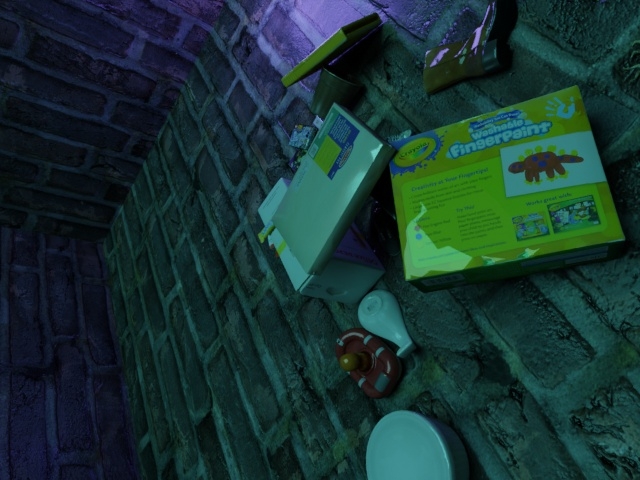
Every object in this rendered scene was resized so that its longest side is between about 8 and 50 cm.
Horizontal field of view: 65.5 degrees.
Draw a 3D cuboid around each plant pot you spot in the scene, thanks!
[{"bbox_3d":[0.048,-0.531,1.820,0.167,0.167,0.165,56,129,41],"label":"plant pot"},{"bbox_3d":[0.243,-0.152,1.446,0.167,0.187,0.188,-44,65,9],"label":"plant pot"}]

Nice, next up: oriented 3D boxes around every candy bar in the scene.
[{"bbox_3d":[-0.150,-0.060,1.578,0.161,0.018,0.040,-51,46,27],"label":"candy bar"}]

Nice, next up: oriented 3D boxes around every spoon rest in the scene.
[{"bbox_3d":[0.200,0.249,1.476,0.137,0.084,0.276,-44,36,7],"label":"spoon rest"}]

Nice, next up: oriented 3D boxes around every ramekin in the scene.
[{"bbox_3d":[0.255,0.578,1.279,0.273,0.127,0.272,-17,66,45],"label":"ramekin"}]

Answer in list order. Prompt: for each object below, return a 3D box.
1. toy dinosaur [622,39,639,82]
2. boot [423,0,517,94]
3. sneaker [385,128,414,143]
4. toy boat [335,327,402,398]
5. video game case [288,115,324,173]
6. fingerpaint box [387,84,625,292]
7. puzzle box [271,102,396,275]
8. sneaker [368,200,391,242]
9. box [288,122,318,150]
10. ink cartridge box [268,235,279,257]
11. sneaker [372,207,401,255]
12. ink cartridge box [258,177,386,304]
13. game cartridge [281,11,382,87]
[{"bbox_3d":[0.731,-0.406,1.089,0.093,0.053,0.183,28,109,33],"label":"toy dinosaur"},{"bbox_3d":[0.431,-0.588,1.469,0.281,0.096,0.263,-1,86,56],"label":"boot"},{"bbox_3d":[0.242,-0.315,1.602,0.135,0.058,0.052,-34,56,38],"label":"sneaker"},{"bbox_3d":[0.118,0.359,1.479,0.231,0.151,0.150,40,109,46],"label":"toy boat"},{"bbox_3d":[-0.015,-0.332,1.913,0.232,0.042,0.210,-56,42,22],"label":"video game case"},{"bbox_3d":[0.410,-0.103,1.168,0.445,0.163,0.370,-14,68,23],"label":"fingerpaint box"},{"bbox_3d":[0.019,-0.141,1.366,0.408,0.052,0.272,-59,41,22],"label":"puzzle box"},{"bbox_3d":[0.202,-0.082,1.586,0.089,0.051,0.170,-18,64,48],"label":"sneaker"},{"bbox_3d":[-0.069,-0.406,1.946,0.137,0.027,0.093,28,100,53],"label":"box"},{"bbox_3d":[-0.179,0.008,2.013,0.063,0.029,0.115,-36,54,37],"label":"ink cartridge box"},{"bbox_3d":[0.195,-0.024,1.531,0.061,0.065,0.157,-26,86,20],"label":"sneaker"},{"bbox_3d":[0.000,0.000,1.621,0.160,0.279,0.384,-51,47,25],"label":"ink cartridge box"},{"bbox_3d":[0.038,-0.691,1.807,0.324,0.285,0.052,-21,107,43],"label":"game cartridge"}]
